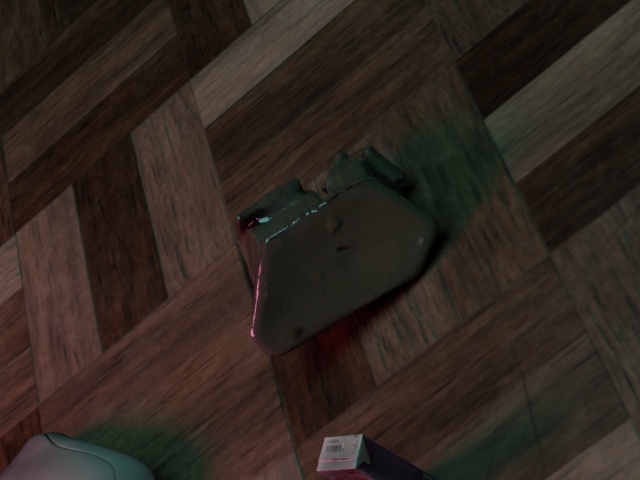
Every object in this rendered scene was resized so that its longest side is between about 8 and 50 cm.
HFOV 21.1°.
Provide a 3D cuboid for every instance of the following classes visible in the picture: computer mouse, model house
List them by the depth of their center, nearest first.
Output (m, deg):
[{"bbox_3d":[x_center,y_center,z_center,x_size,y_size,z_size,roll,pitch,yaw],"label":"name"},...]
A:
[{"bbox_3d":[-0.003,-0.003,1.819,0.229,0.122,0.188,-34,26,2],"label":"model house"},{"bbox_3d":[-0.296,0.300,1.881,0.297,0.121,0.184,11,71,49],"label":"computer mouse"}]

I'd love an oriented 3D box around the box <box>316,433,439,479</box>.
[{"bbox_3d":[0.053,0.216,1.579,0.051,0.117,0.036,-12,55,43],"label":"box"}]
